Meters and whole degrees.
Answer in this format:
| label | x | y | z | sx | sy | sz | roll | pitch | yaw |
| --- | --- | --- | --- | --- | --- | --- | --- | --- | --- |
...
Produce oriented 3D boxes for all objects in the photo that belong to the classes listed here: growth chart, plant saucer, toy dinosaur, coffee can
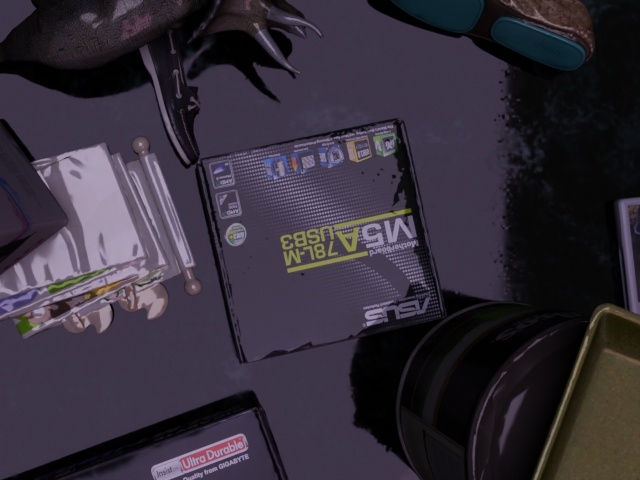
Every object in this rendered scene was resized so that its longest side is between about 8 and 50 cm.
| label | x | y | z | sx | sy | sz | roll | pitch | yaw |
| --- | --- | --- | --- | --- | --- | --- | --- | --- | --- |
| growth chart | -0.233 | 0.002 | 1.020 | 0.237 | 0.021 | 0.172 | -12 | 91 | -7 |
| plant saucer | 0.231 | 0.159 | 0.784 | 0.188 | 0.045 | 0.188 | 22 | 87 | -6 |
| toy dinosaur | -0.170 | -0.202 | 0.959 | 0.313 | 0.121 | 0.160 | -13 | 46 | -7 |
| coffee can | 0.183 | 0.154 | 0.941 | 0.201 | 0.275 | 0.201 | 0 | 89 | -7 |

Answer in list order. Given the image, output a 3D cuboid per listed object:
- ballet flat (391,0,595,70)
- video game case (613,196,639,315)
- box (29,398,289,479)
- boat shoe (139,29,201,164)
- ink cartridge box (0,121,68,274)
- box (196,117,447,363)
| label | x | y | z | sx | sy | sz | roll | pitch | yaw |
| --- | --- | --- | --- | --- | --- | --- | --- | --- | --- |
| ballet flat | 0.152 | -0.217 | 1.056 | 0.206 | 0.073 | 0.067 | 22 | 59 | -9 |
| video game case | 0.376 | 0.037 | 1.094 | 0.190 | 0.022 | 0.173 | -6 | 90 | -6 |
| box | -0.141 | 0.323 | 1.004 | 0.295 | 0.073 | 0.293 | -19 | 92 | -7 |
| boat shoe | -0.125 | -0.129 | 1.024 | 0.038 | 0.046 | 0.125 | -19 | 83 | -2 |
| ink cartridge box | -0.338 | 0.006 | 0.847 | 0.226 | 0.306 | 0.131 | -36 | 90 | 4 |
| box | 0.000 | 0.000 | 1.037 | 0.191 | 0.045 | 0.184 | -11 | 88 | -6 |
